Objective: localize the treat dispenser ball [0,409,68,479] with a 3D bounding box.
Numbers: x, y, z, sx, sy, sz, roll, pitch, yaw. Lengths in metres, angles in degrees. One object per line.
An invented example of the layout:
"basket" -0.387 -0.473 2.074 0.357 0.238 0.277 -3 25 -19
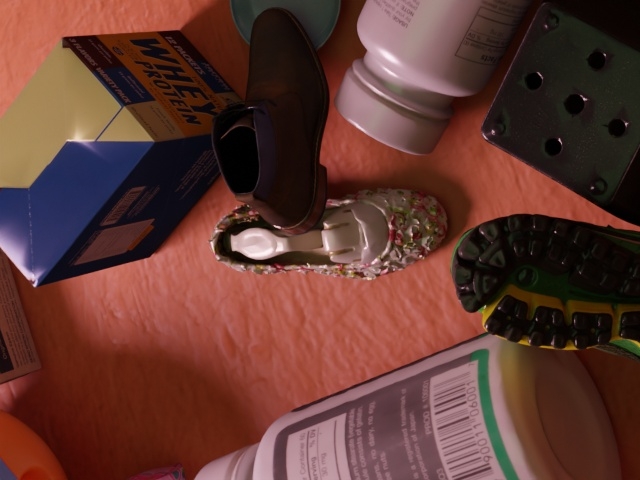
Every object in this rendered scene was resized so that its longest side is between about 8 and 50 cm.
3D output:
"treat dispenser ball" -0.388 0.300 1.782 0.288 0.288 0.288 4 100 26

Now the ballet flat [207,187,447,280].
"ballet flat" 0.000 0.000 1.667 0.241 0.077 0.091 -7 94 27

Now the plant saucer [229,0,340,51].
"plant saucer" -0.030 -0.231 1.677 0.119 0.021 0.119 4 100 25

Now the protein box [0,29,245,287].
"protein box" -0.201 -0.082 1.684 0.136 0.201 0.200 48 115 13

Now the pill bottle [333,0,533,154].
"pill bottle" 0.106 -0.198 1.552 0.131 0.131 0.229 35 111 18

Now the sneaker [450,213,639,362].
"sneaker" 0.275 0.042 1.481 0.343 0.146 0.134 17 98 -4

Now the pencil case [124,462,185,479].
"pencil case" -0.136 0.364 1.768 0.124 0.124 0.284 -29 85 27

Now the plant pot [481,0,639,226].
"plant pot" 0.238 -0.119 1.478 0.187 0.167 0.188 33 112 19

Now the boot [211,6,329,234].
"boot" -0.047 -0.121 1.609 0.082 0.106 0.219 -14 75 25

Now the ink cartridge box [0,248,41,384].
"ink cartridge box" -0.437 0.083 1.894 0.234 0.088 0.193 -18 90 28

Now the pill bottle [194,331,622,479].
"pill bottle" 0.070 0.223 1.594 0.361 0.204 0.204 -24 87 28
